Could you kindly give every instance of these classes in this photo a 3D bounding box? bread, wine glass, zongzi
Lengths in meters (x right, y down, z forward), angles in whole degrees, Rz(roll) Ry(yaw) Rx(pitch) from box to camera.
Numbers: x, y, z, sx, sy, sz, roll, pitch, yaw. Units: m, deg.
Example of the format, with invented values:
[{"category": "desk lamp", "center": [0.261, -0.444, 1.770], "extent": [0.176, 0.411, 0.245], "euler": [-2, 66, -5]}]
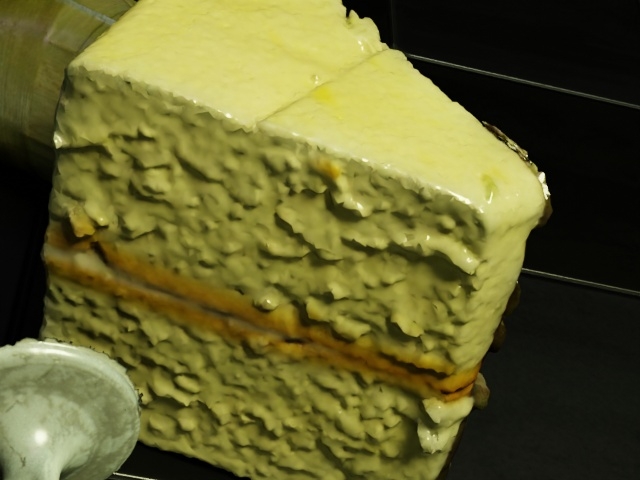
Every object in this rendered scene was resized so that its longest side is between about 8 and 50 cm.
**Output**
[{"category": "bread", "center": [0.000, 0.000, 0.806], "extent": [0.236, 0.263, 0.198], "euler": [24, 43, 10]}, {"category": "wine glass", "center": [-0.127, 0.166, 0.668], "extent": [0.126, 0.126, 0.241], "euler": [5, 37, -17]}, {"category": "zongzi", "center": [-0.146, -0.136, 1.028], "extent": [0.250, 0.125, 0.274], "euler": [26, 33, 10]}]
